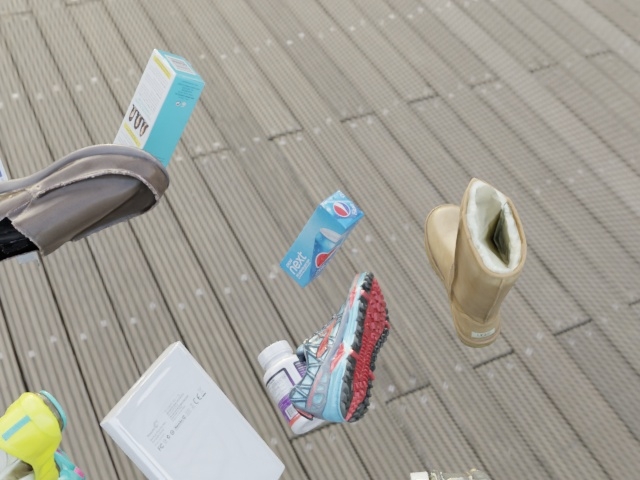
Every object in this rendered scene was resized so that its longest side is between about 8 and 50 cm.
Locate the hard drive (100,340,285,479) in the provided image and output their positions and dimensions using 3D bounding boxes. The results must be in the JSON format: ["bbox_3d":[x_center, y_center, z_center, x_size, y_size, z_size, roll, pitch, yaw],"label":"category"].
[{"bbox_3d":[-0.208,0.352,1.427,0.307,0.040,0.203,53,43,-14],"label":"hard drive"}]

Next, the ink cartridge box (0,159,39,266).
[{"bbox_3d":[-0.661,-0.068,1.766,0.045,0.224,0.223,-21,74,-17],"label":"ink cartridge box"}]

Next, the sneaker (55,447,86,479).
[{"bbox_3d":[-0.585,0.481,1.662,0.295,0.124,0.178,-1,44,23],"label":"sneaker"}]

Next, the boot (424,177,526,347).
[{"bbox_3d":[0.201,-0.003,1.095,0.089,0.269,0.236,-16,62,-2],"label":"boot"}]

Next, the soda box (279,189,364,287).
[{"bbox_3d":[0.000,0.000,1.638,0.071,0.210,0.067,44,47,9],"label":"soda box"}]

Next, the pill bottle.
[{"bbox_3d":[-0.061,0.326,1.878,0.108,0.108,0.193,-23,65,-24],"label":"pill bottle"}]

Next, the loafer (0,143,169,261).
[{"bbox_3d":[-0.397,-0.032,1.262,0.366,0.134,0.130,-17,50,10],"label":"loafer"}]

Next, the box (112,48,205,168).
[{"bbox_3d":[-0.284,-0.187,1.404,0.060,0.244,0.100,10,29,-40],"label":"box"}]

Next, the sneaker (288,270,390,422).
[{"bbox_3d":[0.020,0.147,1.240,0.125,0.104,0.262,-6,41,26],"label":"sneaker"}]

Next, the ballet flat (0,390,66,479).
[{"bbox_3d":[-0.319,0.225,0.886,0.077,0.231,0.077,44,56,8],"label":"ballet flat"}]

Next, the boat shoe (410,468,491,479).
[{"bbox_3d":[0.170,0.376,0.999,0.091,0.305,0.109,-11,41,4],"label":"boat shoe"}]
